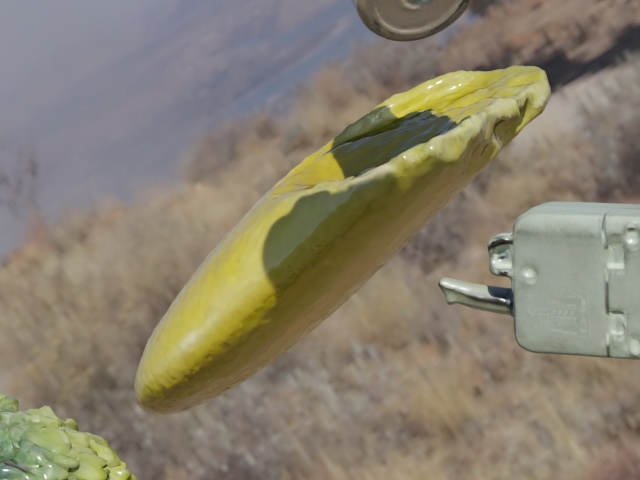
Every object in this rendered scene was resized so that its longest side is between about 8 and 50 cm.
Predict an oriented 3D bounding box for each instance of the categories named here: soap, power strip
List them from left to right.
[{"bbox_3d":[-0.002,-0.003,1.482,0.427,0.115,0.306,-44,1,28],"label":"soap"},{"bbox_3d":[0.209,0.026,1.064,0.288,0.093,0.053,3,13,26],"label":"power strip"}]

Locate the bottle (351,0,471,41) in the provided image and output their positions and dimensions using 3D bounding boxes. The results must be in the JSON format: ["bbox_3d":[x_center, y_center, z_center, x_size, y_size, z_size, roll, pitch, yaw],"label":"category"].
[{"bbox_3d":[0.049,-0.222,1.238,0.099,0.099,0.152,-31,46,12],"label":"bottle"}]

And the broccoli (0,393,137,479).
[{"bbox_3d":[-0.204,0.252,1.007,0.293,0.348,0.281,-20,-26,28],"label":"broccoli"}]
